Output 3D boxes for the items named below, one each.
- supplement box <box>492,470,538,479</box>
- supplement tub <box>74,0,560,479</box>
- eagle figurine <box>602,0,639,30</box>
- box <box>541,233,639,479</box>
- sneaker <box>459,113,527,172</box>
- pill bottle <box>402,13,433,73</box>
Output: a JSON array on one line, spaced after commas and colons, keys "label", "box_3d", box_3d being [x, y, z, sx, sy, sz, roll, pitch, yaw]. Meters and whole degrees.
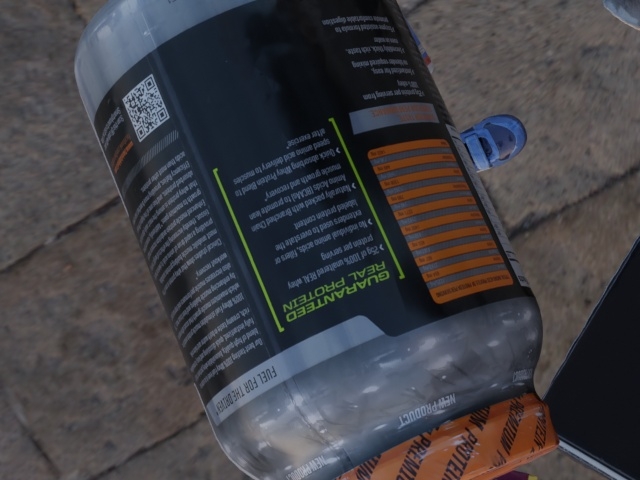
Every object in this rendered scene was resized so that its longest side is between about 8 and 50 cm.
[{"label": "supplement box", "box_3d": [0.116, 0.194, 1.037, 0.083, 0.055, 0.043, 13, 67, 3]}, {"label": "supplement tub", "box_3d": [0.000, 0.000, 0.775, 0.193, 0.193, 0.316, -27, 75, 17]}, {"label": "eagle figurine", "box_3d": [0.358, -0.406, 1.723, 0.225, 0.298, 0.226, -46, 113, -6]}, {"label": "box", "box_3d": [0.535, 0.216, 1.214, 0.472, 0.480, 0.297, 34, 86, -30]}, {"label": "sneaker", "box_3d": [0.150, -0.089, 1.453, 0.144, 0.059, 0.053, -20, 101, 32]}, {"label": "pill bottle", "box_3d": [0.058, -0.310, 1.992, 0.124, 0.124, 0.221, -29, 102, 18]}]
